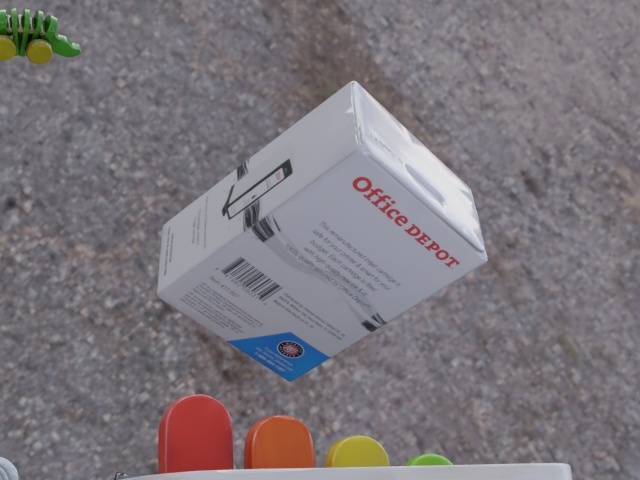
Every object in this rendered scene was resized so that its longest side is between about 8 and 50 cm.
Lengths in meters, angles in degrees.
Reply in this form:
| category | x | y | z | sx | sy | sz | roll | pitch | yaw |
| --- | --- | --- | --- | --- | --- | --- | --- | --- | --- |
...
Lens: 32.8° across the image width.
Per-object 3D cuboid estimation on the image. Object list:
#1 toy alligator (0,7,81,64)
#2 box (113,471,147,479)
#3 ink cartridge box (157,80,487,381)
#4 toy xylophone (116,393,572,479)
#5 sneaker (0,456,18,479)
| category | x | y | z | sx | sy | sz | roll | pitch | yaw |
| --- | --- | --- | --- | --- | --- | --- | --- | --- | --- |
| toy alligator | -0.359 | -0.236 | 1.206 | 0.189 | 0.051 | 0.056 | 3 | 41 | -22 |
| box | -0.054 | 0.355 | 0.982 | 0.295 | 0.073 | 0.293 | 14 | 28 | -16 |
| ink cartridge box | 0.000 | 0.000 | 0.821 | 0.148 | 0.203 | 0.086 | 39 | 30 | -32 |
| toy xylophone | 0.028 | 0.214 | 0.593 | 0.322 | 0.081 | 0.236 | 14 | 68 | -24 |
| sneaker | -0.470 | 0.415 | 1.481 | 0.090 | 0.095 | 0.235 | 29 | 44 | -29 |
